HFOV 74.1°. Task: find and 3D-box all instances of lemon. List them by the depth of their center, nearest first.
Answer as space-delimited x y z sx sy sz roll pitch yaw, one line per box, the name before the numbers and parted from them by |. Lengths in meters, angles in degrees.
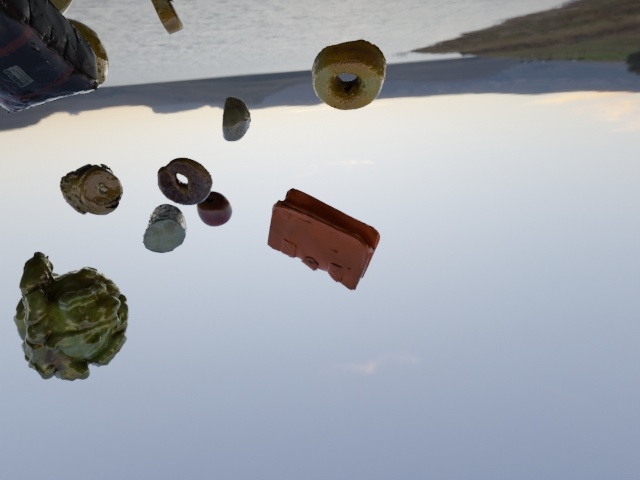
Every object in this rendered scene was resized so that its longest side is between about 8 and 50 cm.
lemon | -0.849 -0.631 1.453 0.233 0.234 0.288 -18 -126 -30

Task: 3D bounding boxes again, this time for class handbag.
handbag | -0.467 -0.293 0.620 0.169 0.155 0.215 -12 160 5
handbag | 0.000 0.000 1.626 0.410 0.304 0.116 27 -132 10

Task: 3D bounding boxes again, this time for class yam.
yam | -0.414 -0.038 1.140 0.107 0.107 0.183 -10 -155 -13

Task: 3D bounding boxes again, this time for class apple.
apple | -0.557 -0.166 2.231 0.180 0.168 0.181 0 -128 0

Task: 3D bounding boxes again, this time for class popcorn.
popcorn | -0.685 0.210 1.180 0.279 0.336 0.274 10 175 -29

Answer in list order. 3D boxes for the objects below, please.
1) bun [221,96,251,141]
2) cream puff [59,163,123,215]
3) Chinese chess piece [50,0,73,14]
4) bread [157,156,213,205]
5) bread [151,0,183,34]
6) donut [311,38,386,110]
bun | -0.336 -0.484 1.704 0.113 0.173 0.167 4 -149 -11
cream puff | -0.530 -0.117 0.978 0.104 0.120 0.133 5 -171 37
Chinese chess piece | -0.564 -0.505 0.741 0.097 0.251 0.250 14 -152 34
bread | -0.469 -0.204 1.476 0.193 0.193 0.064 -4 -145 2
bread | -0.546 -0.816 1.530 0.073 0.149 0.122 -26 173 -3
donut | 0.070 -0.400 1.052 0.190 0.174 0.075 5 -124 -2
